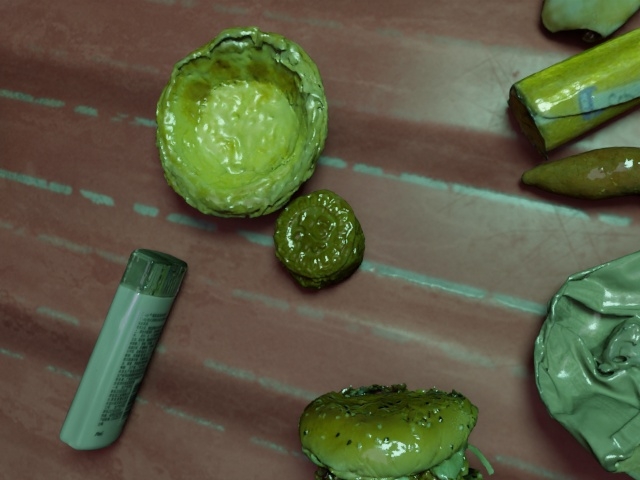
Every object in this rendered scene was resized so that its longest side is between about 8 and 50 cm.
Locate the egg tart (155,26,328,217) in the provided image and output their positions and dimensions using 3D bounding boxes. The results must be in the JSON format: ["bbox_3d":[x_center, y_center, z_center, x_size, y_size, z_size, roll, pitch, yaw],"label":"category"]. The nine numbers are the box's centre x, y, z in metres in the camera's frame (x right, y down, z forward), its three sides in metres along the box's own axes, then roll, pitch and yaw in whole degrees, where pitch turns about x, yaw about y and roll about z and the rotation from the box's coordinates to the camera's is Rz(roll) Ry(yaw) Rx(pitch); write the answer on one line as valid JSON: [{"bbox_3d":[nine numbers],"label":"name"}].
[{"bbox_3d":[-0.084,-0.129,0.643,0.213,0.090,0.212,-1,87,17],"label":"egg tart"}]

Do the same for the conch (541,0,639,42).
[{"bbox_3d":[0.306,-0.323,0.537,0.158,0.127,0.255,22,92,14],"label":"conch"}]

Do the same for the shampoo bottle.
[{"bbox_3d":[-0.224,0.123,0.663,0.056,0.086,0.227,23,93,13],"label":"shampoo bottle"}]

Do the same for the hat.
[{"bbox_3d":[0.332,0.132,0.535,0.245,0.149,0.214,37,87,-22],"label":"hat"}]

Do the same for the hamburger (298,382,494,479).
[{"bbox_3d":[0.075,0.195,0.545,0.186,0.177,0.113,-14,75,40],"label":"hamburger"}]

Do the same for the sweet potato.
[{"bbox_3d":[0.302,-0.062,0.557,0.202,0.058,0.055,7,90,17],"label":"sweet potato"}]

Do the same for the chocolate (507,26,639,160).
[{"bbox_3d":[0.298,-0.167,0.557,0.219,0.086,0.085,-27,80,9],"label":"chocolate"}]

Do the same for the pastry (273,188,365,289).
[{"bbox_3d":[0.000,0.000,0.632,0.097,0.057,0.109,11,87,20],"label":"pastry"}]
